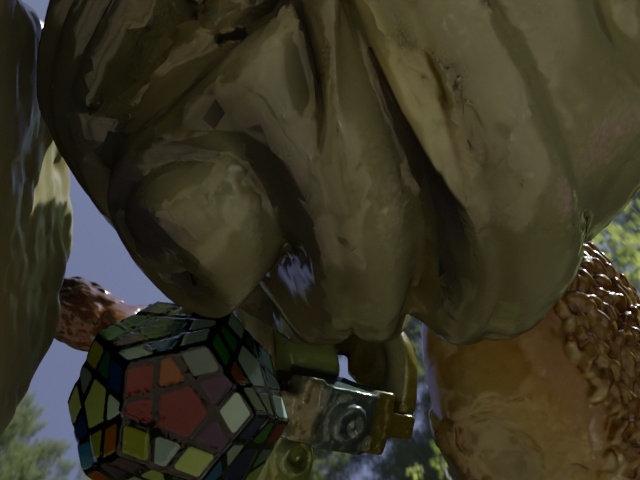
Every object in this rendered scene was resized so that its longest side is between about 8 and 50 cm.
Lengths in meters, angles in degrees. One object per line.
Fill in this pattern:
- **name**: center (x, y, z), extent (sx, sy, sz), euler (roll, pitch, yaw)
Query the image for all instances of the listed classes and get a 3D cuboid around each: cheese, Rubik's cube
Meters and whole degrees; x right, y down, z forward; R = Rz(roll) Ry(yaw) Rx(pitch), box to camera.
- **cheese**: center (-0.235, -0.004, 0.667), extent (0.115, 0.326, 0.318), euler (7, -52, 4)
- **Rubik's cube**: center (-0.086, 0.102, 0.691), extent (0.112, 0.133, 0.133), euler (36, -73, 22)

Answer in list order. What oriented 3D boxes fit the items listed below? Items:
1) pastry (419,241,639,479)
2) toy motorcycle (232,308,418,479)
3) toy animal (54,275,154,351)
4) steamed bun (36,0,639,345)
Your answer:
- **pastry**: center (0.267, 0.173, 1.284), extent (0.245, 0.409, 0.410), euler (-17, -70, 17)
- **toy motorcycle**: center (0.000, 0.000, 0.920), extent (0.168, 0.237, 0.410), euler (11, -85, -32)
- **toy animal**: center (-0.193, 0.115, 1.193), extent (0.157, 0.312, 0.097), euler (26, -91, -43)
- **steamed bun**: center (-0.008, -0.079, 0.628), extent (0.352, 0.247, 0.339), euler (45, -44, 9)
